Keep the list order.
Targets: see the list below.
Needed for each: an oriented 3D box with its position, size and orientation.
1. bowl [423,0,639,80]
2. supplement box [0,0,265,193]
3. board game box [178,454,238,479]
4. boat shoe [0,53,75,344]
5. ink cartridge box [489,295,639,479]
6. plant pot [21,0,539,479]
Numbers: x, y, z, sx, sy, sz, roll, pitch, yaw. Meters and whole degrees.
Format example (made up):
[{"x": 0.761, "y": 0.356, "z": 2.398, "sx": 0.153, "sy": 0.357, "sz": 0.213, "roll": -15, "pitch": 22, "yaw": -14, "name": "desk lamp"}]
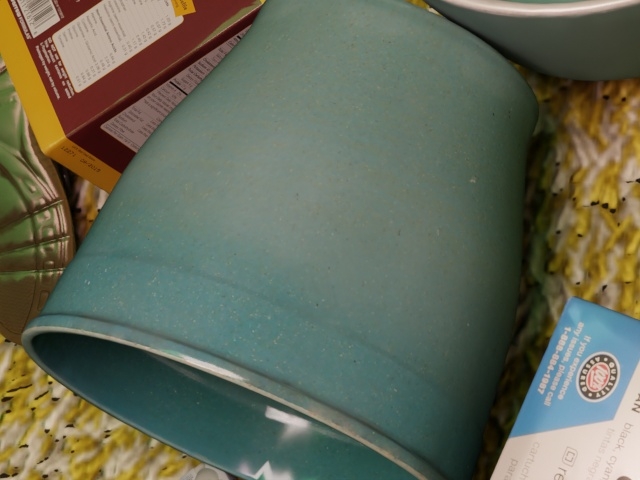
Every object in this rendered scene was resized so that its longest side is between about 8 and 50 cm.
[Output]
[{"x": 0.171, "y": -0.219, "z": 1.157, "sx": 0.311, "sy": 0.163, "sz": 0.312, "roll": -9, "pitch": 59, "yaw": 15, "name": "bowl"}, {"x": -0.108, "y": -0.163, "z": 1.305, "sx": 0.194, "sy": 0.129, "sz": 0.191, "roll": -32, "pitch": 63, "yaw": 12, "name": "supplement box"}, {"x": -0.078, "y": 0.198, "z": 1.237, "sx": 0.090, "sy": 0.020, "sz": 0.090, "roll": -38, "pitch": 62, "yaw": 9, "name": "board game box"}, {"x": -0.207, "y": -0.040, "z": 1.345, "sx": 0.080, "sy": 0.073, "sz": 0.224, "roll": -14, "pitch": 88, "yaw": 11, "name": "boat shoe"}, {"x": 0.224, "y": 0.161, "z": 1.025, "sx": 0.232, "sy": 0.168, "sz": 0.171, "roll": 21, "pitch": 83, "yaw": 29, "name": "ink cartridge box"}, {"x": 0.000, "y": 0.000, "z": 1.140, "sx": 0.271, "sy": 0.272, "sz": 0.255, "roll": 14, "pitch": 71, "yaw": 28, "name": "plant pot"}]
